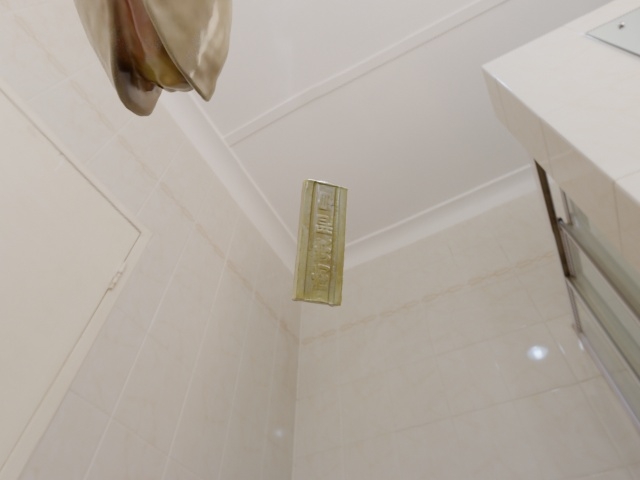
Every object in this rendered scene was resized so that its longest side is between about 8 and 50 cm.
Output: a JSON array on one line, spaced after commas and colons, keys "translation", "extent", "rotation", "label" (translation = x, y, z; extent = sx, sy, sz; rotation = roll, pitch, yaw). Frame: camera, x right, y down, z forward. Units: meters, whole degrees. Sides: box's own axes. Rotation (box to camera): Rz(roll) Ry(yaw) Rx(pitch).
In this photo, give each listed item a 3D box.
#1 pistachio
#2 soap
[{"translation": [-0.193, -0.303, 0.477], "extent": [0.188, 0.187, 0.298], "rotation": [-8, -88, 6], "label": "pistachio"}, {"translation": [0.000, 0.000, 0.832], "extent": [0.092, 0.251, 0.037], "rotation": [11, -20, -18], "label": "soap"}]
